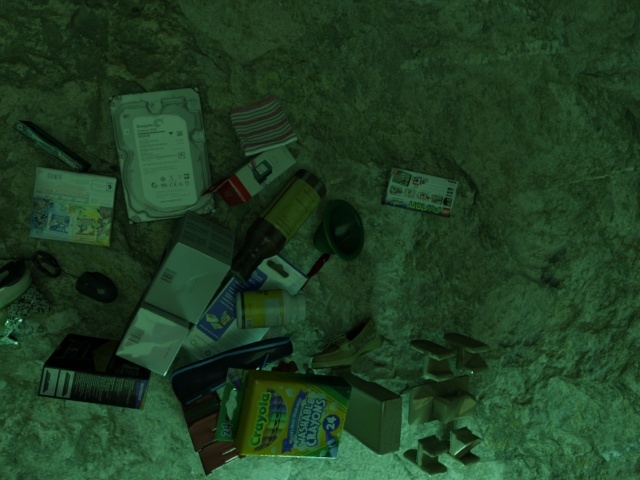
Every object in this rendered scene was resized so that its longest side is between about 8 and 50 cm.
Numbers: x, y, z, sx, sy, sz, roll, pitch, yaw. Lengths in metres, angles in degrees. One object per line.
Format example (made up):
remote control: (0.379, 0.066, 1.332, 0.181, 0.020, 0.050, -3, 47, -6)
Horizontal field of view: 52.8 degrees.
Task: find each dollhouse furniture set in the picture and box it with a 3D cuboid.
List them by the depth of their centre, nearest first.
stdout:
dollhouse furniture set: (-0.188, 0.473, 1.799, 0.374, 0.201, 0.152, -22, 101, -13)
dollhouse furniture set: (0.261, 0.471, 1.901, 0.394, 0.256, 0.362, -3, 100, -31)

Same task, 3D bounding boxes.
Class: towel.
towel: (-0.155, -0.304, 1.699, 0.144, 0.197, 0.029, -20, 139, -5)

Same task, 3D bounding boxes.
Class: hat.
hat: (0.000, 0.000, 1.845, 0.173, 0.184, 0.208, 52, 44, -23)

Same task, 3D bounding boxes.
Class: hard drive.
hard drive: (-0.417, -0.225, 1.717, 0.237, 0.064, 0.339, -7, 99, -10)

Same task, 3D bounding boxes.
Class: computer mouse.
computer mouse: (-0.659, 0.099, 1.730, 0.242, 0.041, 0.071, 27, 93, -12)

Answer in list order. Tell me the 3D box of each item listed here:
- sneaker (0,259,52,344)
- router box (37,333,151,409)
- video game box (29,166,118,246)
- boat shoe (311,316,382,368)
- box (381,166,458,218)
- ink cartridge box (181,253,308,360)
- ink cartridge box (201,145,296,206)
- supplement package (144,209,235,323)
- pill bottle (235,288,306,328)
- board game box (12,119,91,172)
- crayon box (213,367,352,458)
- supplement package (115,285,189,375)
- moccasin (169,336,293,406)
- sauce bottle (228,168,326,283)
sneaker: (-0.877, 0.239, 1.669, 0.410, 0.158, 0.182, -36, 120, 1)
router box: (-0.555, 0.328, 1.645, 0.243, 0.309, 0.081, 11, 93, -11)
video game box: (-0.648, -0.089, 1.701, 0.205, 0.048, 0.187, 8, 95, -11)
boat shoe: (0.067, 0.291, 1.811, 0.105, 0.285, 0.089, -12, 92, 36)
box: (0.288, -0.139, 1.872, 0.207, 0.036, 0.114, 11, 96, -12)
ink cartridge box: (-0.216, 0.192, 1.813, 0.176, 0.069, 0.371, 39, 92, -13)
ink cartridge box: (-0.191, -0.163, 1.699, 0.231, 0.134, 0.078, -41, 105, -21)
supplement package: (-0.334, 0.065, 1.674, 0.149, 0.203, 0.194, 28, 110, -16)
pill bottle: (-0.136, 0.184, 1.744, 0.184, 0.103, 0.103, -2, 99, -10)
board game box: (-0.676, -0.237, 1.634, 0.186, 0.126, 0.026, 37, 90, -14)
crayon box: (-0.095, 0.451, 1.676, 0.323, 0.083, 0.203, 10, 97, -21)
supplement package: (-0.432, 0.230, 1.686, 0.134, 0.244, 0.139, 28, 92, -14)
moccasin: (-0.230, 0.354, 1.747, 0.342, 0.138, 0.116, -19, 88, 6)
sauce bottle: (-0.123, -0.037, 1.731, 0.111, 0.111, 0.344, 44, 73, -13)
